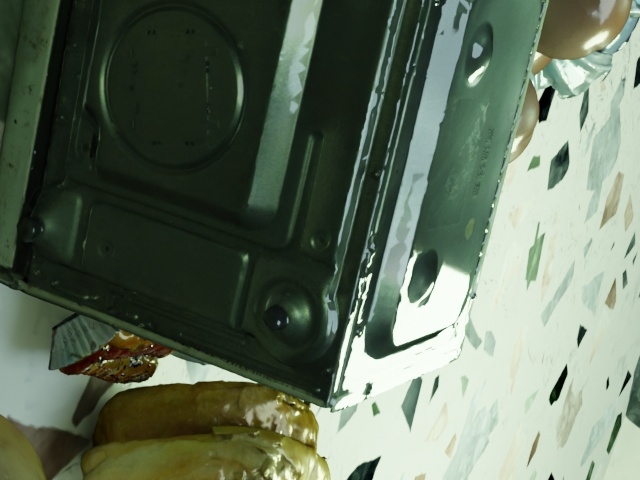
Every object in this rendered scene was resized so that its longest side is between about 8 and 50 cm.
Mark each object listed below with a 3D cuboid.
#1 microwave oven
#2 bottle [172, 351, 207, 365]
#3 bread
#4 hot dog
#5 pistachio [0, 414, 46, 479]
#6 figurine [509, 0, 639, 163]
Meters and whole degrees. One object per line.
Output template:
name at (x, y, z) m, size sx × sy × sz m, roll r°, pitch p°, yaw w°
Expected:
microwave oven at (-0.036, -0.127, 1.093) m, size 0.247 × 0.333 × 0.394 m, roll -11°, pitch 117°, yaw -59°
bottle at (-0.088, 0.000, 1.395) m, size 0.060 × 0.060 × 0.217 m, roll -6°, pitch 112°, yaw -65°
bread at (-0.095, 0.193, 1.344) m, size 0.236 × 0.198 × 0.120 m, roll 54°, pitch 33°, yaw -68°
hot dog at (-0.150, 0.076, 1.248) m, size 0.108 × 0.059 × 0.191 m, roll -31°, pitch 170°, yaw 8°
pistachio at (-0.269, 0.195, 1.013) m, size 0.260 × 0.163 × 0.212 m, roll 48°, pitch 47°, yaw -50°
figurine at (0.223, -0.239, 1.723) m, size 0.276 × 0.248 × 0.388 m, roll -55°, pitch 161°, yaw 23°
